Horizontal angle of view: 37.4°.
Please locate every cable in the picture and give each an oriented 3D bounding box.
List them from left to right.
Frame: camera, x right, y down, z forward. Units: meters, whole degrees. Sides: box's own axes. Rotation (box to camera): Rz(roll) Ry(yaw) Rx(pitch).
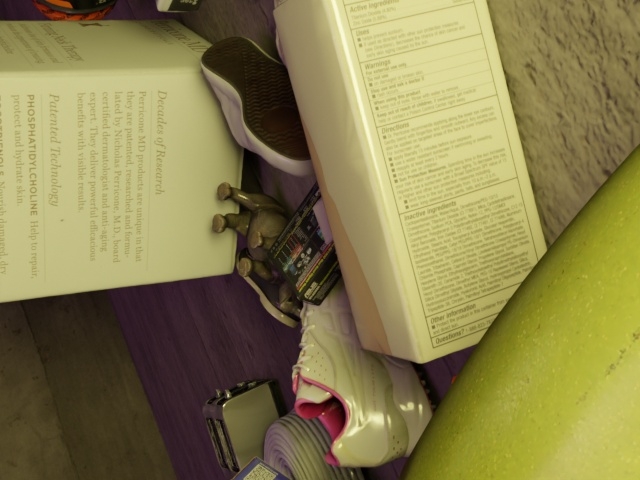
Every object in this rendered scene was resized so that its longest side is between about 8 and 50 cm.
[{"bbox_3d":[-0.006,0.377,1.423,0.257,0.089,0.257,30,133,61],"label":"cable"}]

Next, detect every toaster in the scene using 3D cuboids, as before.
[{"bbox_3d":[-0.123,0.341,1.658,0.168,0.110,0.186,-21,86,70],"label":"toaster"}]

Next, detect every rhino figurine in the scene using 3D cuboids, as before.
[{"bbox_3d":[-0.058,0.022,1.269,0.073,0.106,0.243,-53,50,26],"label":"rhino figurine"}]

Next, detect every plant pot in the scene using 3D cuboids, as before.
[{"bbox_3d":[0.207,0.067,0.472,0.275,0.274,0.294,50,134,45],"label":"plant pot"}]

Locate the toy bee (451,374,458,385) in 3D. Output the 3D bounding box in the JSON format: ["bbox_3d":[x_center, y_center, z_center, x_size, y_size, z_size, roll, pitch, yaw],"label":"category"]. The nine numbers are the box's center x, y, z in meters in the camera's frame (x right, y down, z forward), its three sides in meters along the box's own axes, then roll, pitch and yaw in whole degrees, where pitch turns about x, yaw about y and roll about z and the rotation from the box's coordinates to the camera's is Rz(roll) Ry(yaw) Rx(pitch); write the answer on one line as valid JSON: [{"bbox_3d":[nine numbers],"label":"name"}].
[{"bbox_3d":[0.149,0.261,0.800,0.195,0.298,0.162,-4,131,41],"label":"toy bee"}]

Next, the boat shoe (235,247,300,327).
[{"bbox_3d":[-0.065,0.053,1.391,0.065,0.075,0.206,-54,32,9],"label":"boat shoe"}]

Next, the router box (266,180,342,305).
[{"bbox_3d":[0.000,0.000,1.101,0.122,0.038,0.092,-54,43,16],"label":"router box"}]

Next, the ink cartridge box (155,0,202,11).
[{"bbox_3d":[-0.162,-0.480,1.112,0.303,0.072,0.307,140,121,-62],"label":"ink cartridge box"}]

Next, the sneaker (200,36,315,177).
[{"bbox_3d":[-0.047,-0.141,1.143,0.290,0.105,0.123,53,169,47],"label":"sneaker"}]

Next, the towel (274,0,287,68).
[{"bbox_3d":[0.006,-0.265,0.955,0.187,0.049,0.282,50,150,46],"label":"towel"}]

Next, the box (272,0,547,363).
[{"bbox_3d":[0.079,-0.070,0.795,0.121,0.147,0.311,179,76,-69],"label":"box"}]

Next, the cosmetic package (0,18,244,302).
[{"bbox_3d":[-0.355,-0.136,1.407,0.329,0.393,0.328,42,132,53],"label":"cosmetic package"}]

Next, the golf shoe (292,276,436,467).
[{"bbox_3d":[0.016,0.127,1.111,0.115,0.140,0.306,99,148,-52],"label":"golf shoe"}]

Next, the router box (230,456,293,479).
[{"bbox_3d":[0.015,0.496,1.295,0.335,0.082,0.301,27,136,28],"label":"router box"}]

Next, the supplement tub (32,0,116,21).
[{"bbox_3d":[-0.403,-0.515,1.554,0.207,0.207,0.338,67,159,14],"label":"supplement tub"}]

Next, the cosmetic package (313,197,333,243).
[{"bbox_3d":[0.057,-0.037,0.911,0.041,0.115,0.060,69,158,8],"label":"cosmetic package"}]
